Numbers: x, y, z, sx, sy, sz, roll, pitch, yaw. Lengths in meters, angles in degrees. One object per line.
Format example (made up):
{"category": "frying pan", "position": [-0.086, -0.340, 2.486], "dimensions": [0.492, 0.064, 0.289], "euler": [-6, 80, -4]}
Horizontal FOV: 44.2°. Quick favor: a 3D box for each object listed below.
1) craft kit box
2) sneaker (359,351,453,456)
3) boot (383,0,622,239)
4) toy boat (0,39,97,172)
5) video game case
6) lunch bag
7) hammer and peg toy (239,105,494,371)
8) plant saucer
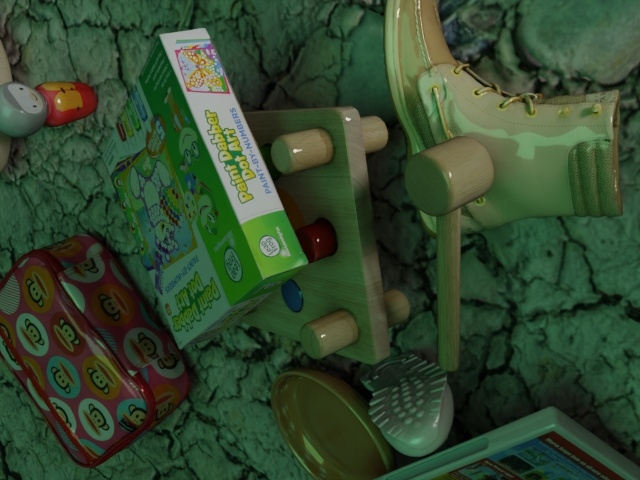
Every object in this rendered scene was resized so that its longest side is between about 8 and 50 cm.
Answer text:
{"category": "craft kit box", "position": [-0.130, -0.038, 0.797], "dimensions": [0.247, 0.061, 0.250], "euler": [63, 147, 9]}
{"category": "sneaker", "position": [0.103, 0.185, 0.825], "dimensions": [0.090, 0.235, 0.095], "euler": [-25, 93, 2]}
{"category": "boot", "position": [0.174, -0.134, 0.745], "dimensions": [0.203, 0.095, 0.262], "euler": [-6, 105, 30]}
{"category": "toy boat", "position": [-0.456, -0.191, 1.033], "dimensions": [0.318, 0.148, 0.268], "euler": [10, 110, 25]}
{"category": "video game case", "position": [0.185, 0.276, 0.848], "dimensions": [0.285, 0.025, 0.204], "euler": [-33, 126, 32]}
{"category": "lunch bag", "position": [-0.343, 0.163, 1.113], "dimensions": [0.258, 0.120, 0.293], "euler": [-40, 84, 36]}
{"category": "hammer and peg toy", "position": [0.000, 0.000, 0.795], "dimensions": [0.361, 0.127, 0.266], "euler": [10, 113, 50]}
{"category": "plant saucer", "position": [0.020, 0.235, 0.949], "dimensions": [0.200, 0.037, 0.200], "euler": [31, 138, 32]}
